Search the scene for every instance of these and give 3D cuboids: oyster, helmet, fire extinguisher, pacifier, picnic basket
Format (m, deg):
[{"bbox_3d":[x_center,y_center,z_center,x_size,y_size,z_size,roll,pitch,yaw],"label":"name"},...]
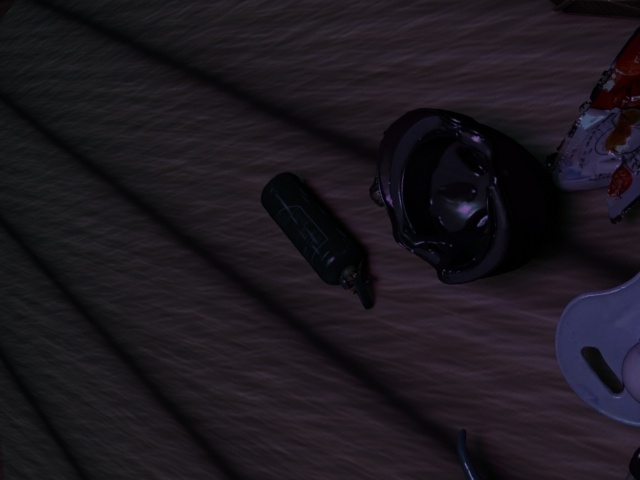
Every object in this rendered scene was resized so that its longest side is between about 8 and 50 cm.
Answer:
[{"bbox_3d":[0.115,-0.106,1.237,0.054,0.019,0.083,45,114,36],"label":"oyster"},{"bbox_3d":[0.232,-0.075,1.021,0.305,0.177,0.224,59,142,40],"label":"helmet"},{"bbox_3d":[0.000,0.000,1.283,0.311,0.095,0.114,49,160,36],"label":"fire extinguisher"},{"bbox_3d":[0.420,0.144,0.804,0.287,0.226,0.238,-36,81,35],"label":"pacifier"},{"bbox_3d":[0.415,-0.387,0.963,0.164,0.080,0.115,20,99,41],"label":"picnic basket"}]

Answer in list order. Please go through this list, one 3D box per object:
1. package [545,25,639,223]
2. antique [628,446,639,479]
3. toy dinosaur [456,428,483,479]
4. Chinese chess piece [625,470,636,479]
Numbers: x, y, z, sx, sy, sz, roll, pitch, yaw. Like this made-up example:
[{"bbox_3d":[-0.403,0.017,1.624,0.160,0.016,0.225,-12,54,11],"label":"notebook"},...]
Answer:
[{"bbox_3d":[0.444,-0.160,0.927,0.194,0.071,0.269,40,98,35],"label":"package"},{"bbox_3d":[0.482,0.198,0.612,0.255,0.185,0.322,56,133,53],"label":"antique"},{"bbox_3d":[0.302,0.515,0.960,0.331,0.129,0.383,17,95,31],"label":"toy dinosaur"},{"bbox_3d":[0.485,0.351,0.790,0.250,0.101,0.250,0,90,42],"label":"Chinese chess piece"}]
